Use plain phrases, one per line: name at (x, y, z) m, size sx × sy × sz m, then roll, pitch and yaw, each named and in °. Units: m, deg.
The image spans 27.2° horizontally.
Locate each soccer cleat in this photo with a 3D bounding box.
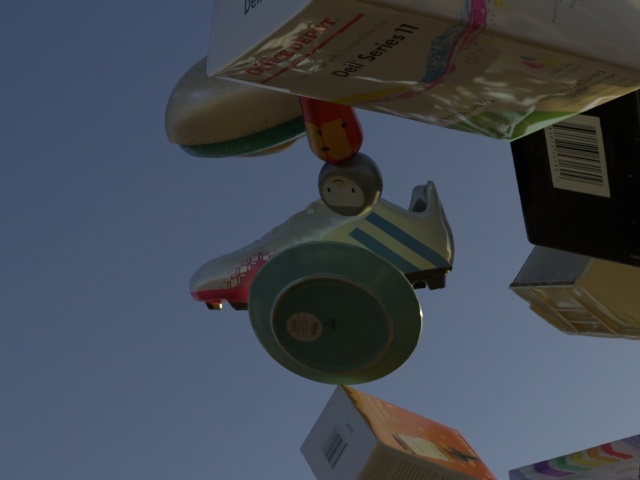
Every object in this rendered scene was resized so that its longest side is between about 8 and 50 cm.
soccer cleat at (0.000, 0.000, 1.513) m, size 0.331 × 0.143 × 0.116 m, roll -6°, pitch -2°, yaw -26°

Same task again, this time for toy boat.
toy boat at (-0.026, -0.135, 1.444) m, size 0.267 × 0.318 × 0.148 m, roll -25°, pitch -63°, yaw -11°

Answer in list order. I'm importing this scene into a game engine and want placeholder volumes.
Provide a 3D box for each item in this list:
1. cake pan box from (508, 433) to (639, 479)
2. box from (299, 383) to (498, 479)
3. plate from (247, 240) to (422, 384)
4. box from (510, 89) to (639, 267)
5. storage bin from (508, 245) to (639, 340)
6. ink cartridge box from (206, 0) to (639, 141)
cake pan box at (0.441, 0.383, 1.957) m, size 0.246 × 0.267 × 0.070 m, roll -14°, pitch -75°, yaw -11°
box at (0.085, 0.244, 1.407) m, size 0.170 × 0.130 × 0.091 m, roll 24°, pitch -78°, yaw -27°
plate at (0.013, 0.084, 1.392) m, size 0.188 × 0.024 × 0.188 m, roll 5°, pitch -56°, yaw 7°
box at (0.363, -0.177, 1.496) m, size 0.294 × 0.183 × 0.296 m, roll -41°, pitch -50°, yaw -35°
storage bin at (0.408, -0.006, 1.826) m, size 0.123 × 0.262 × 0.260 m, roll 35°, pitch -10°, yaw -10°
ink cartridge box at (0.050, -0.179, 0.977) m, size 0.353 × 0.119 × 0.207 m, roll 10°, pitch -14°, yaw -24°
